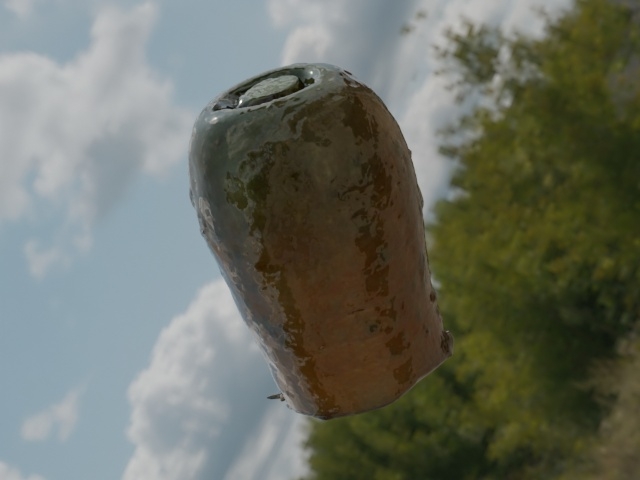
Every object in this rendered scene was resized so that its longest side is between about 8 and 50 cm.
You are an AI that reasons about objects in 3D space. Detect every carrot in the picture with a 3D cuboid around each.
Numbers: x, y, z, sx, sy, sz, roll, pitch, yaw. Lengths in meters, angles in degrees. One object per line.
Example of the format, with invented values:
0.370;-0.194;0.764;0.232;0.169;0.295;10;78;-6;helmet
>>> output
0.000;0.000;1.540;0.224;0.224;0.340;-52;-50;-53;carrot
